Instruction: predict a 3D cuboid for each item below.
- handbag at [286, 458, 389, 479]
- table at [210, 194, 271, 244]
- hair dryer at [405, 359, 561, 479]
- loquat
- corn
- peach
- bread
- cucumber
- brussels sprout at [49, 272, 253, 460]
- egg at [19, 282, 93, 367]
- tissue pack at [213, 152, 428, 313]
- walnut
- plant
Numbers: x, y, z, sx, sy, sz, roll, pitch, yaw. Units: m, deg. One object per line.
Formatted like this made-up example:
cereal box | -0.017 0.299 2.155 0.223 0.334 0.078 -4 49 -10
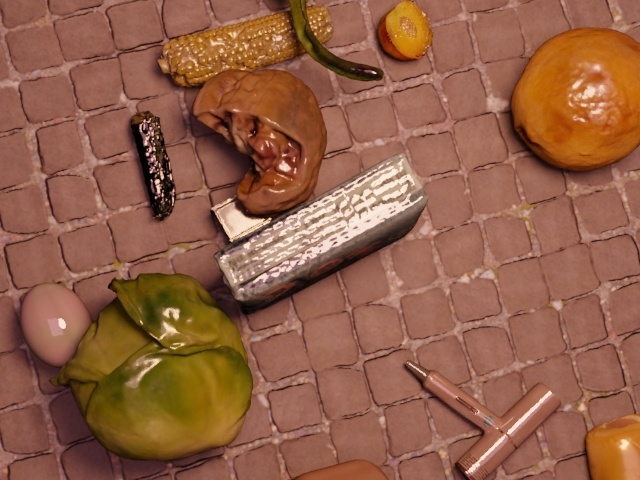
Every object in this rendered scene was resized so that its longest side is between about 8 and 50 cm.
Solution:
handbag | 0.063 0.472 1.390 0.283 0.149 0.302 -12 68 -45
table | -0.121 -0.029 1.496 0.079 0.062 0.083 -29 88 -8
hair dryer | 0.244 0.246 1.518 0.195 0.053 0.220 -41 83 -8
loquat | 0.421 -0.223 1.500 0.238 0.193 0.238 0 78 -2
corn | -0.118 -0.311 1.512 0.288 0.086 0.086 -18 86 -9
peach | 0.135 -0.339 1.551 0.098 0.061 0.098 3 83 -28
bread | 0.508 0.434 1.500 0.142 0.091 0.305 -8 86 -11
cucumber | -0.264 -0.121 1.499 0.053 0.053 0.182 -11 89 -6
brussels sprout | -0.239 0.186 1.383 0.259 0.227 0.294 -44 118 -9
egg | -0.401 0.128 1.436 0.103 0.103 0.135 -26 86 -7
tissue pack | 0.000 0.000 1.421 0.315 0.228 0.103 -28 84 -7
walnut | -0.066 -0.171 1.443 0.204 0.141 0.238 -32 95 -41
plant | -0.033 -0.409 1.437 0.251 0.180 0.333 -5 58 3
